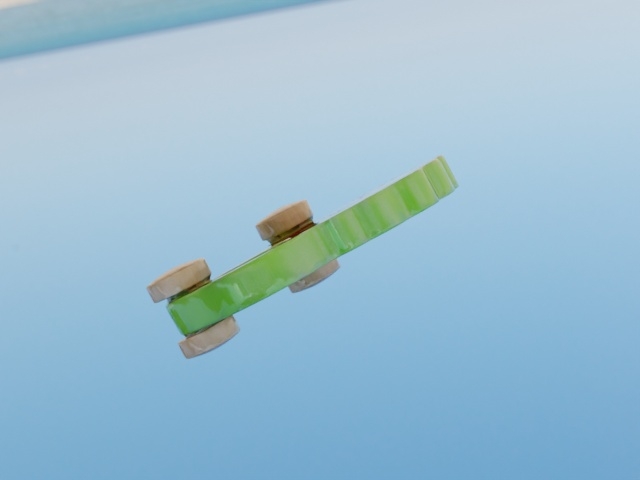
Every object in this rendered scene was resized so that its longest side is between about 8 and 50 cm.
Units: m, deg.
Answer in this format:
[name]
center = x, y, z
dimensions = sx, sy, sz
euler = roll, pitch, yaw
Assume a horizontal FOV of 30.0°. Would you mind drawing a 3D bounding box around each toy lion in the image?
[toy lion]
center = 0.000, 0.000, 0.434
dimensions = 0.096, 0.034, 0.100
euler = -25, -176, 45
